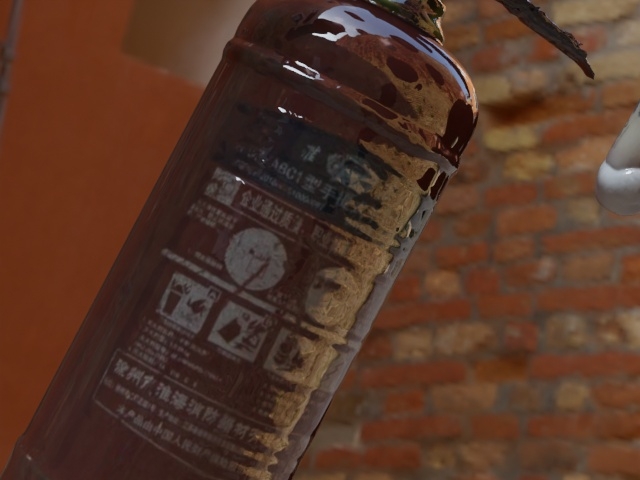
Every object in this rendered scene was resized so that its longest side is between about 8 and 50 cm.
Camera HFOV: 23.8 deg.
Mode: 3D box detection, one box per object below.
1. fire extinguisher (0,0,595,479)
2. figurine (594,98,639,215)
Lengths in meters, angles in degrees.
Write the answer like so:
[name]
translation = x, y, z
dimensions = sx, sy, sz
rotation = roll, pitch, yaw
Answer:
[fire extinguisher]
translation = 0.000, 0.000, 0.587
dimensions = 0.138, 0.344, 0.102
rotation = 29, 0, -20
[figurine]
translation = 0.296, -0.008, 1.073
dimensions = 0.222, 0.145, 0.145
rotation = 39, 9, 22
